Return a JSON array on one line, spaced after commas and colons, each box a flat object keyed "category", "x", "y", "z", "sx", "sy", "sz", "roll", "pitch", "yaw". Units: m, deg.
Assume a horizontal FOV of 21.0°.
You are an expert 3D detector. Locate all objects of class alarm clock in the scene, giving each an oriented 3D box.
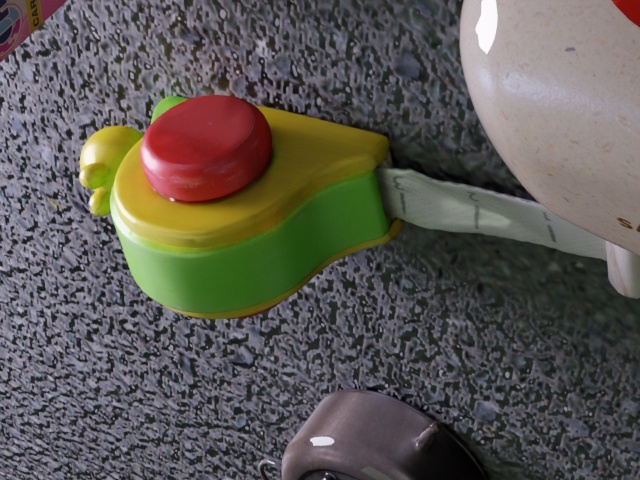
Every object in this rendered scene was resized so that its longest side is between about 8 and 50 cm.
[{"category": "alarm clock", "x": 0.025, "y": 0.158, "z": 1.087, "sx": 0.192, "sy": 0.064, "sz": 0.129, "roll": -4, "pitch": 128, "yaw": 49}]

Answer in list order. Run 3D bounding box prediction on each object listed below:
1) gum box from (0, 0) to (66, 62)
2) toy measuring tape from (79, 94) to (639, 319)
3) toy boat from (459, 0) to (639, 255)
[{"category": "gum box", "x": -0.217, "y": -0.169, "z": 0.891, "sx": 0.188, "sy": 0.107, "sz": 0.062, "roll": 24, "pitch": 143, "yaw": 21}, {"category": "toy measuring tape", "x": 0.000, "y": 0.000, "z": 0.878, "sx": 0.330, "sy": 0.121, "sz": 0.121, "roll": 16, "pitch": 140, "yaw": 30}, {"category": "toy boat", "x": 0.168, "y": -0.078, "z": 0.592, "sx": 0.267, "sy": 0.148, "sz": 0.318, "roll": 25, "pitch": 168, "yaw": 24}]
